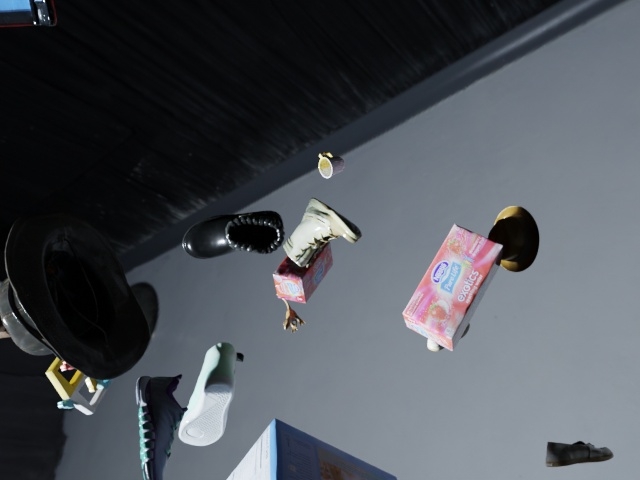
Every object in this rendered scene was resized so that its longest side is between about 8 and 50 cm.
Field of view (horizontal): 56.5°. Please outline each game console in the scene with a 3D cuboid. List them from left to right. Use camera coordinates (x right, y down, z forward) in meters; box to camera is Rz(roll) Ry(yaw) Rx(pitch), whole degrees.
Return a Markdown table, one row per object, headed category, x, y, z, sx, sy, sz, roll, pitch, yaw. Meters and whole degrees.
| category | x | y | z | sx | sy | sz | roll | pitch | yaw |
| --- | --- | --- | --- | --- | --- | --- | --- | --- | --- |
| game console | -0.409 | -0.353 | 0.774 | 0.124 | 0.085 | 0.144 | 31 | 130 | 52 |

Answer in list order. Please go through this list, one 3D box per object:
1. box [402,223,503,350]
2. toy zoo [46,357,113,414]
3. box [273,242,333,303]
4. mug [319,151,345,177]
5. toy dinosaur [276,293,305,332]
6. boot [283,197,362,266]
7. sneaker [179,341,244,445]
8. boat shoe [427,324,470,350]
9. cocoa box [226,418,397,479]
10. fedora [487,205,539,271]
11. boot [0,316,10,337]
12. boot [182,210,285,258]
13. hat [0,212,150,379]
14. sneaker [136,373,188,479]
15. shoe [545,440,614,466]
| category | x | y | z | sx | sy | sz | roll | pitch | yaw |
| --- | --- | --- | --- | --- | --- | --- | --- | --- | --- |
| box | 0.366 | 0.128 | 1.641 | 0.154 | 0.142 | 0.300 | 28 | 76 | 23 |
| toy zoo | -0.716 | 0.391 | 1.821 | 0.030 | 0.192 | 0.293 | -18 | 29 | 23 |
| box | -0.063 | 0.111 | 2.309 | 0.128 | 0.123 | 0.257 | 9 | 39 | 25 |
| mug | 0.037 | -0.232 | 1.788 | 0.062 | 0.064 | 0.078 | -8 | 100 | 55 |
| toy dinosaur | -0.111 | 0.281 | 2.270 | 0.064 | 0.112 | 0.211 | -29 | 22 | 5 |
| boot | 0.000 | 0.000 | 1.487 | 0.165 | 0.077 | 0.213 | -56 | 41 | 3 |
| sneaker | -0.243 | 0.345 | 1.345 | 0.151 | 0.094 | 0.256 | -90 | 24 | -54 |
| boat shoe | 0.387 | 0.269 | 1.790 | 0.170 | 0.059 | 0.063 | -28 | 30 | -33 |
| cocoa box | -0.012 | 0.589 | 1.259 | 0.228 | 0.347 | 0.231 | -54 | 17 | 16 |
| fedora | 0.544 | -0.003 | 1.726 | 0.194 | 0.079 | 0.194 | 7 | 98 | 60 |
| boot | -0.814 | 0.141 | 1.293 | 0.220 | 0.283 | 0.109 | -2 | 64 | 1 |
| boot | -0.274 | -0.011 | 1.820 | 0.347 | 0.131 | 0.260 | -16 | 11 | 2 |
| hat | -0.436 | 0.111 | 0.995 | 0.134 | 0.331 | 0.331 | -29 | 52 | 8 |
| sneaker | -0.302 | 0.370 | 1.161 | 0.083 | 0.098 | 0.224 | 126 | 136 | -58 |
| shoe | 0.645 | 0.525 | 1.480 | 0.076 | 0.219 | 0.058 | -39 | 51 | 53 |
